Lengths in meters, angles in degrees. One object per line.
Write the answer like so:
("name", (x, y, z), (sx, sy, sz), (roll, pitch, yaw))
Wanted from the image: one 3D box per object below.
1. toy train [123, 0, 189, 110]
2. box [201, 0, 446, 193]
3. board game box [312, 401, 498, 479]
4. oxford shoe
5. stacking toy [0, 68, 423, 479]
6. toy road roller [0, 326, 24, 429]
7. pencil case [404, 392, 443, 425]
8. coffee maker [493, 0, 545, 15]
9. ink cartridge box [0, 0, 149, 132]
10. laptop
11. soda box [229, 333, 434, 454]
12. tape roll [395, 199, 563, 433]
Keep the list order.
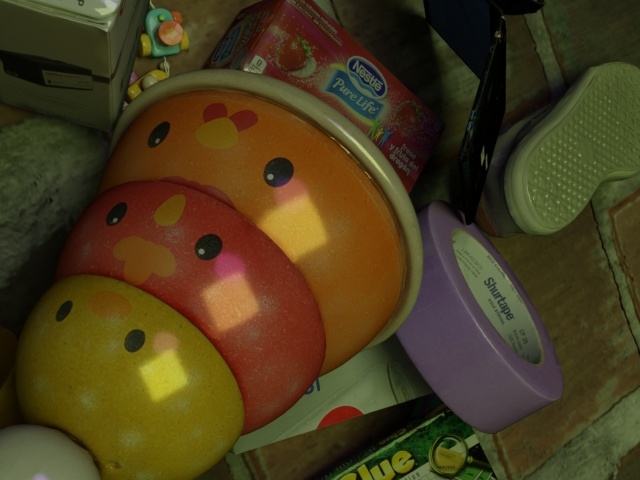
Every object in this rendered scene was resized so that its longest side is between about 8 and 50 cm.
("toy train", (-0.207, -0.198, 1.111), (0.125, 0.046, 0.166), (29, 76, -29))
("box", (0.002, -0.158, 1.191), (0.257, 0.128, 0.122), (38, 71, -25))
("board game box", (0.083, 0.313, 1.253), (0.260, 0.030, 0.136), (-30, 103, -8))
("oxford shoe", (0.340, -0.130, 1.410), (0.449, 0.130, 0.169), (-35, 104, -42))
("stacking toy", (-0.141, 0.102, 0.900), (0.350, 0.351, 0.480), (54, 43, -20))
("toy road roller", (-0.381, 0.216, 0.921), (0.329, 0.202, 0.240), (-53, 126, -22))
("pencil case", (0.150, 0.211, 1.320), (0.070, 0.064, 0.151), (41, 69, -39))
("coffee maker", (0.230, -0.405, 1.354), (0.171, 0.120, 0.178), (14, 81, -7))
("ink cartridge box", (-0.221, -0.254, 0.930), (0.129, 0.307, 0.223), (14, 78, -8))
("laptop", (0.145, -0.186, 1.197), (0.137, 0.234, 0.264), (14, 77, 14))
("soda box", (-0.003, 0.162, 1.210), (0.286, 0.091, 0.098), (-11, 96, -31))
("tape roll", (0.176, 0.088, 1.226), (0.275, 0.090, 0.274), (45, 24, -27))
